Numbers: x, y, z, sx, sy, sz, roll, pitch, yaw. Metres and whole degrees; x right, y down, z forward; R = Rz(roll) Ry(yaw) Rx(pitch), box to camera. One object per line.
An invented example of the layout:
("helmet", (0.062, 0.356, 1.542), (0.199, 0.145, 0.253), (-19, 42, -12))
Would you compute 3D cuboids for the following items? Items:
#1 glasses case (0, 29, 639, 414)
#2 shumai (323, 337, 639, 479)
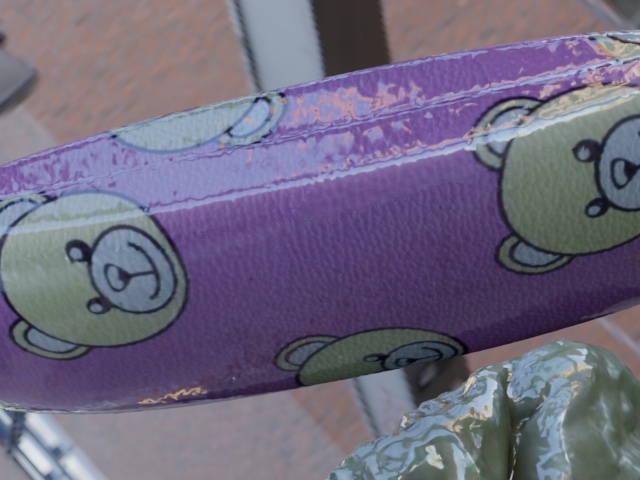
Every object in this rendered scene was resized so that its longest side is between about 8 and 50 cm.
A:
("glasses case", (0.000, 0.000, 0.545), (0.316, 0.076, 0.123), (-12, -37, 8))
("shumai", (0.116, 0.246, 0.796), (0.304, 0.263, 0.309), (-34, -35, -15))
